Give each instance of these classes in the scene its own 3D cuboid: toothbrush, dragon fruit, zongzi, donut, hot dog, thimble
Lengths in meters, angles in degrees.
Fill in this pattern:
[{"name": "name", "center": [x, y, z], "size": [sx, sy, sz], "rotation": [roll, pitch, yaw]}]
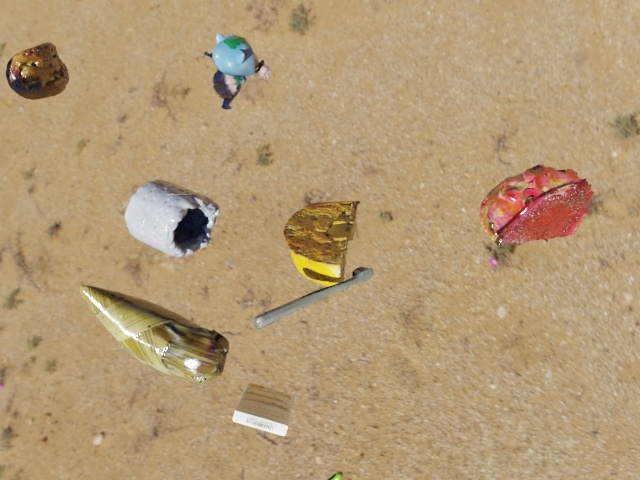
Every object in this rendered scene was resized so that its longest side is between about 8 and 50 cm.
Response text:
[{"name": "toothbrush", "center": [-0.011, 0.111, 1.284], "size": [0.030, 0.297, 0.030], "rotation": [25, 128, 46]}, {"name": "dragon fruit", "center": [0.422, -0.076, 1.299], "size": [0.189, 0.261, 0.163], "rotation": [22, 115, 50]}, {"name": "zongzi", "center": [-0.368, 0.194, 1.426], "size": [0.285, 0.288, 0.134], "rotation": [5, 55, 37]}, {"name": "donut", "center": [-0.003, -0.003, 1.429], "size": [0.152, 0.101, 0.259], "rotation": [6, 39, 10]}, {"name": "hot dog", "center": [-0.548, -0.333, 1.266], "size": [0.065, 0.147, 0.099], "rotation": [-7, 113, 23]}, {"name": "thimble", "center": [-0.278, -0.040, 1.218], "size": [0.117, 0.151, 0.127], "rotation": [24, 103, 22]}]

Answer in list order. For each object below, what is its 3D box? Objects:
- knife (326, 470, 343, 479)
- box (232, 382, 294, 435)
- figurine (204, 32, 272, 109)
[{"name": "knife", "center": [-0.034, 0.549, 1.343], "size": [0.212, 0.054, 0.015], "rotation": [-41, 90, 11]}, {"name": "box", "center": [-0.127, 0.384, 1.484], "size": [0.122, 0.220, 0.032], "rotation": [15, 94, 1]}, {"name": "figurine", "center": [-0.201, -0.413, 1.560], "size": [0.114, 0.144, 0.178], "rotation": [50, 136, 32]}]
